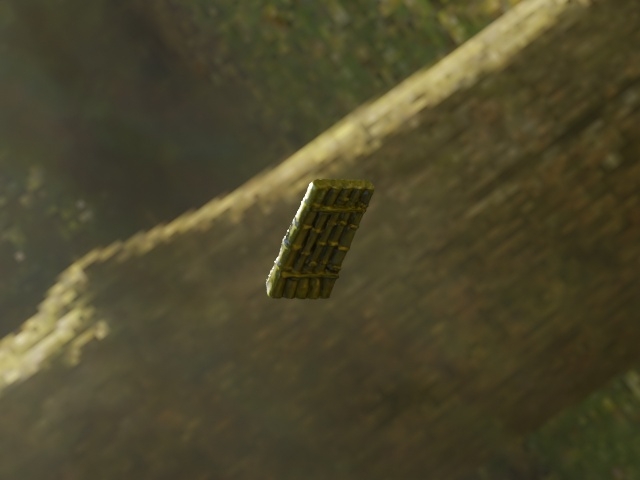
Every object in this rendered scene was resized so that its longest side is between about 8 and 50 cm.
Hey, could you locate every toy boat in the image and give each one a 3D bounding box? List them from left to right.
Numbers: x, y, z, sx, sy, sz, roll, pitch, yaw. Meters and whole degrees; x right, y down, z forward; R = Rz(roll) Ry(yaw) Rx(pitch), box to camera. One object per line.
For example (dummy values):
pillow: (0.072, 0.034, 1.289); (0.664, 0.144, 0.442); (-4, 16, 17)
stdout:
toy boat: (0.000, 0.000, 1.631); (0.016, 0.063, 0.115); (54, 132, 42)
